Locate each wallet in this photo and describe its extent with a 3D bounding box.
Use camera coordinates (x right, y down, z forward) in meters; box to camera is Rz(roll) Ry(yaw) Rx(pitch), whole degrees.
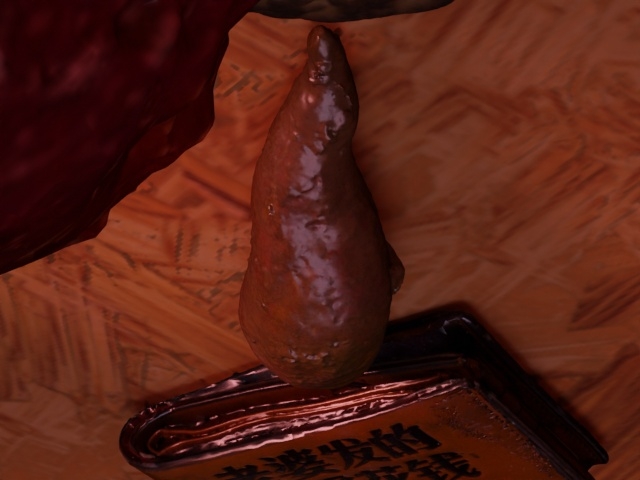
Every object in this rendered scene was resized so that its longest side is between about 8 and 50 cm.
[{"bbox_3d":[0.022,0.107,0.902,0.195,0.042,0.161,-17,141,25],"label":"wallet"}]

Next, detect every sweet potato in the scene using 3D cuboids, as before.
[{"bbox_3d":[0.000,0.006,0.739,0.068,0.068,0.226,1,145,1],"label":"sweet potato"}]

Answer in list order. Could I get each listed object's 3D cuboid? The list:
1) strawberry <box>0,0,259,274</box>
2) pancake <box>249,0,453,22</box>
[{"bbox_3d":[-0.128,-0.104,0.460,0.220,0.274,0.274,-42,144,-12],"label":"strawberry"},{"bbox_3d":[-0.010,-0.131,0.577,0.199,0.021,0.199,1,145,1],"label":"pancake"}]
